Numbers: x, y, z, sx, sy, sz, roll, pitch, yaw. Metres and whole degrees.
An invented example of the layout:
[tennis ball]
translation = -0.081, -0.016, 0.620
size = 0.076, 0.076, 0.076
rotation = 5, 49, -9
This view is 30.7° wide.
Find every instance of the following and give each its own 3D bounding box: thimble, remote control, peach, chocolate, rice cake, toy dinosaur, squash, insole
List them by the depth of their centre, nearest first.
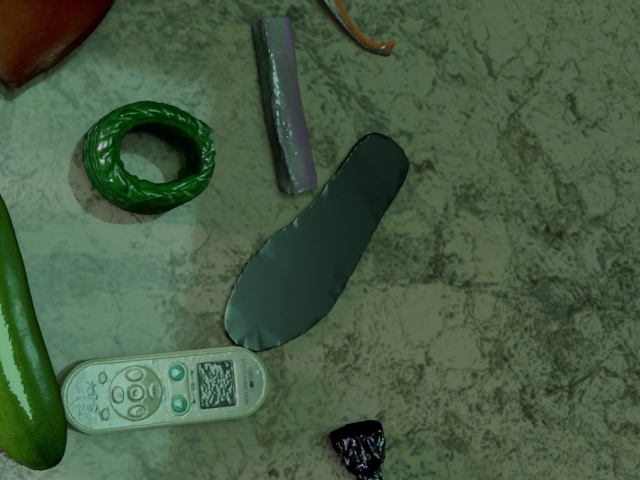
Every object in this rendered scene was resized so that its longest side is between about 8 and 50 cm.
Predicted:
[squash]
translation = -0.315, 0.085, 1.138
size = 0.082, 0.082, 0.292
rotation = -15, 88, -23
[peach]
translation = -0.270, -0.291, 1.166
size = 0.159, 0.154, 0.267
rotation = 7, 80, -23
[thimble]
translation = -0.176, -0.086, 1.213
size = 0.130, 0.090, 0.118
rotation = -18, 93, -22
[remote control]
translation = -0.162, 0.155, 1.214
size = 0.221, 0.042, 0.078
rotation = -3, 84, -24
[chocolate]
translation = 0.050, 0.275, 1.284
size = 0.072, 0.070, 0.147
rotation = -10, 97, -33
[rice cake]
translation = -0.040, -0.151, 1.307
size = 0.047, 0.036, 0.206
rotation = -6, 85, -28
[insole]
translation = 0.000, 0.000, 1.317
size = 0.110, 0.012, 0.309
rotation = 39, 70, -13
[toy dinosaur]
translation = 0.003, -0.332, 1.342
size = 0.279, 0.055, 0.101
rotation = 41, 80, -14
